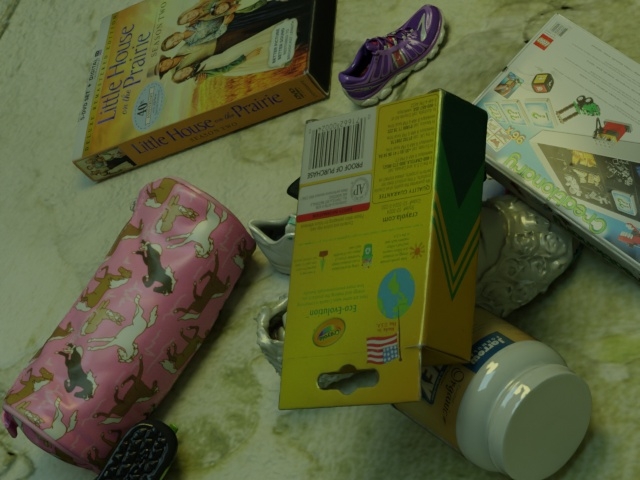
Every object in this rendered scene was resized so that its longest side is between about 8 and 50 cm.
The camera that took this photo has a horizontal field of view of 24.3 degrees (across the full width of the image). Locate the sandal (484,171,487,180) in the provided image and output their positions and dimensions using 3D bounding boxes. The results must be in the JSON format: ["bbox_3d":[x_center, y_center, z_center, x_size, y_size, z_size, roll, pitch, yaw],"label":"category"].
[{"bbox_3d":[0.117,-0.053,1.684,0.097,0.054,0.254,-12,1,-19],"label":"sandal"}]

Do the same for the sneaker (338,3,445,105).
[{"bbox_3d":[0.095,-0.252,1.968,0.170,0.071,0.068,-45,42,0],"label":"sneaker"}]

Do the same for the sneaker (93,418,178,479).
[{"bbox_3d":[-0.246,0.317,1.789,0.084,0.097,0.234,40,79,10],"label":"sneaker"}]

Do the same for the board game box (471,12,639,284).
[{"bbox_3d":[0.312,-0.099,1.617,0.193,0.053,0.305,-47,60,-6],"label":"board game box"}]

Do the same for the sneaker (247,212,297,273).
[{"bbox_3d":[0.000,0.000,1.828,0.212,0.094,0.080,-2,56,37],"label":"sneaker"}]

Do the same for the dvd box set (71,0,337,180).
[{"bbox_3d":[-0.169,-0.277,2.204,0.420,0.062,0.307,-17,48,28],"label":"dvd box set"}]

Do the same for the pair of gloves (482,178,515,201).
[{"bbox_3d":[0.176,-0.086,1.809,0.159,0.023,0.198,-13,47,33],"label":"pair of gloves"}]

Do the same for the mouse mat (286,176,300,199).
[{"bbox_3d":[0.059,-0.099,1.876,0.190,0.007,0.152,-38,30,-15],"label":"mouse mat"}]

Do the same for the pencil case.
[{"bbox_3d":[-0.244,0.110,1.889,0.167,0.160,0.386,14,68,53],"label":"pencil case"}]

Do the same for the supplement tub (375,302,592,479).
[{"bbox_3d":[0.168,0.151,1.538,0.144,0.144,0.200,-51,42,-7],"label":"supplement tub"}]

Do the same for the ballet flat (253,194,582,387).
[{"bbox_3d":[0.101,0.051,1.680,0.409,0.147,0.147,-29,44,17],"label":"ballet flat"}]

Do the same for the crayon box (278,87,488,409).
[{"bbox_3d":[0.062,0.021,1.527,0.202,0.081,0.318,-9,69,44],"label":"crayon box"}]
